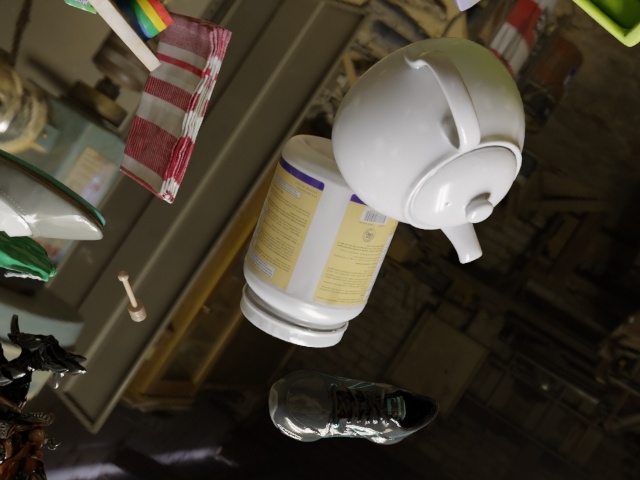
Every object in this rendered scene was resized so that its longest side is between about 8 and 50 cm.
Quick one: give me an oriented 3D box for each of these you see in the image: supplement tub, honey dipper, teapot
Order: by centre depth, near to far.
[{"bbox_3d":[0.146,-0.103,0.912,0.256,0.252,0.187,4,-132,-39],"label":"teapot"},{"bbox_3d":[-0.342,0.099,1.391,0.030,0.030,0.160,32,152,16],"label":"honey dipper"},{"bbox_3d":[0.000,0.000,1.396,0.241,0.331,0.241,19,-163,-6],"label":"supplement tub"}]

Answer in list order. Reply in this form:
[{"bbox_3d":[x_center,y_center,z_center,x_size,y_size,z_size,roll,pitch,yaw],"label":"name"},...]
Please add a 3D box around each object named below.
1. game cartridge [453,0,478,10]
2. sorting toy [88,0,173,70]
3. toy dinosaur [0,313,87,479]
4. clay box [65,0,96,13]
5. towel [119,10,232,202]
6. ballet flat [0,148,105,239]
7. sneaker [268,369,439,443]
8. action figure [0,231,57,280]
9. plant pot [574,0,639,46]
[{"bbox_3d":[0.158,-0.565,1.260,0.230,0.068,0.355,61,-172,32],"label":"game cartridge"},{"bbox_3d":[-0.350,-0.447,1.253,0.257,0.089,0.255,55,-179,20],"label":"sorting toy"},{"bbox_3d":[-0.437,0.219,0.976,0.322,0.218,0.164,36,-169,-2],"label":"toy dinosaur"},{"bbox_3d":[-0.426,-0.550,1.519,0.127,0.222,0.053,14,176,-26],"label":"clay box"},{"bbox_3d":[-0.285,-0.257,1.439,0.037,0.329,0.237,13,-168,-39],"label":"towel"},{"bbox_3d":[-0.253,-0.045,0.536,0.213,0.068,0.072,35,159,1],"label":"ballet flat"},{"bbox_3d":[0.050,0.227,1.074,0.267,0.101,0.106,13,154,-37],"label":"sneaker"},{"bbox_3d":[-0.631,0.031,1.606,0.232,0.064,0.137,46,-156,-59],"label":"action figure"},{"bbox_3d":[0.363,-0.387,0.855,0.228,0.207,0.227,46,-176,6],"label":"plant pot"}]
